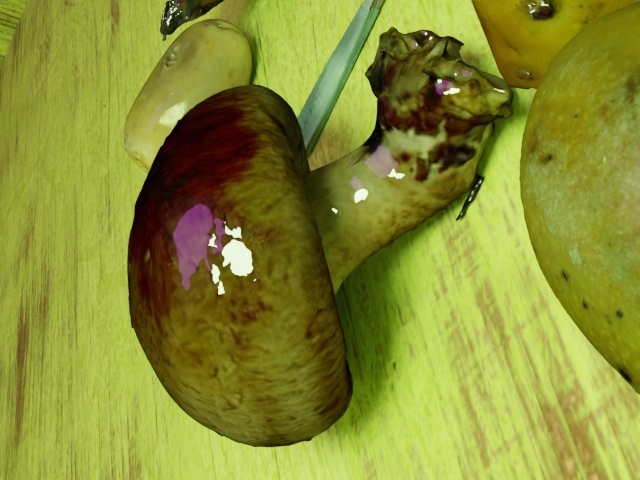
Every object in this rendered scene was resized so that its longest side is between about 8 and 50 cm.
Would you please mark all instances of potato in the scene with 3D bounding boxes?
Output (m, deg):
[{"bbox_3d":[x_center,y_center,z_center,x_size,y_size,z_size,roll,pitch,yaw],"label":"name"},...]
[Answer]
[{"bbox_3d":[-0.177,-0.192,1.276,0.150,0.146,0.234,33,88,28],"label":"potato"}]

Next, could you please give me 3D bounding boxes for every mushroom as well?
[{"bbox_3d":[-0.013,-0.006,0.861,0.331,0.356,0.334,42,152,55],"label":"mushroom"}]

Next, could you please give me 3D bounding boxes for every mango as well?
[{"bbox_3d":[0.213,0.011,0.482,0.176,0.175,0.330,69,-175,-48],"label":"mango"},{"bbox_3d":[0.168,-0.242,0.672,0.136,0.166,0.236,-12,53,28],"label":"mango"}]

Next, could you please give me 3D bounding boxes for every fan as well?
[{"bbox_3d":[0.034,-0.210,1.035,0.282,0.023,0.057,-58,32,31],"label":"fan"}]

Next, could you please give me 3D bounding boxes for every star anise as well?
[{"bbox_3d":[-0.135,-0.381,1.241,0.272,0.102,0.272,-39,19,16],"label":"star anise"}]
